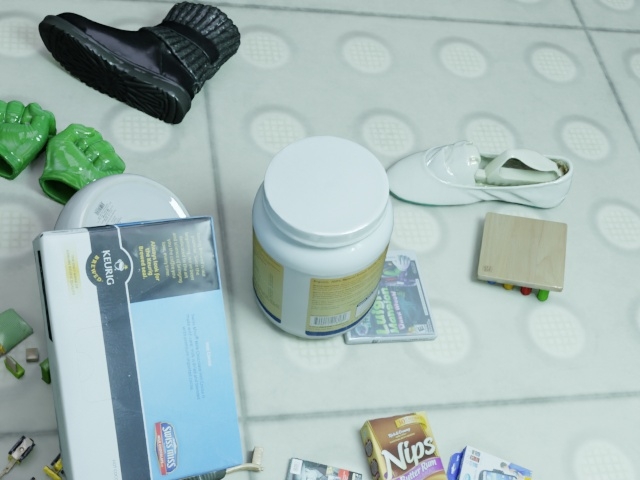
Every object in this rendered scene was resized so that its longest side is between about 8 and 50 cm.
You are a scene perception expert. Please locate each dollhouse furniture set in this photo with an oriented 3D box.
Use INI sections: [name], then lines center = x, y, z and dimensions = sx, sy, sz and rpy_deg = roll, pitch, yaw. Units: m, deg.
[dollhouse furniture set]
center = -0.476, 0.162, 1.366
dimensions = 0.151, 0.059, 0.076
rpy_deg = 39, 55, 12

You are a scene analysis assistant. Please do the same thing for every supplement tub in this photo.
[supplement tub]
center = 0.000, 0.000, 1.433
dimensions = 0.228, 0.316, 0.228
rpy_deg = 2, 56, -3

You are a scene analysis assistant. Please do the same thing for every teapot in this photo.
[teapot]
center = -0.344, 0.022, 1.430
dimensions = 0.256, 0.187, 0.253
rpy_deg = -10, 84, -42

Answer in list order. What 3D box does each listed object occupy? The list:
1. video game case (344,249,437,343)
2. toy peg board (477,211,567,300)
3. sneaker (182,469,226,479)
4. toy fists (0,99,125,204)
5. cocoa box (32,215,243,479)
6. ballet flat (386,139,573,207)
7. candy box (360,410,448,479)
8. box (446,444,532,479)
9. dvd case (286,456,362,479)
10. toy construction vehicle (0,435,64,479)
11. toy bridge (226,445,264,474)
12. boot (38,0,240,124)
[video game case]
center = 0.114, 0.101, 1.593
dimensions = 0.173, 0.022, 0.190
rpy_deg = -1, 57, -16
[toy peg board]
center = 0.394, 0.040, 1.692
dimensions = 0.160, 0.079, 0.161
rpy_deg = 9, 52, 10
[sneaker]
center = -0.245, 0.390, 1.257
dimensions = 0.234, 0.078, 0.106
rpy_deg = -14, 67, -12
[toy fists]
center = -0.495, -0.169, 1.569
dimensions = 0.279, 0.096, 0.142
rpy_deg = 23, 52, 3
[cocoa box]
center = -0.261, 0.148, 1.207
dimensions = 0.227, 0.231, 0.347
rpy_deg = -8, 92, -21
[ballet flat]
center = 0.334, -0.146, 1.759
dimensions = 0.400, 0.139, 0.139
rpy_deg = 3, 55, -13
[candy box]
center = 0.142, 0.376, 1.391
dimensions = 0.109, 0.053, 0.187
rpy_deg = -6, 56, -18
[box]
center = 0.280, 0.398, 1.429
dimensions = 0.136, 0.028, 0.081
rpy_deg = 23, 53, -1
[dvd case]
center = 0.003, 0.397, 1.362
dimensions = 0.119, 0.013, 0.087
rpy_deg = 15, 53, -6
[toy construction vehicle]
center = -0.426, 0.339, 1.277
dimensions = 0.086, 0.035, 0.098
rpy_deg = 37, 57, -2
[toy bridge]
center = -0.180, 0.338, 1.345
dimensions = 0.188, 0.026, 0.063
rpy_deg = 14, 56, -6
[boot]
center = -0.360, -0.409, 1.747
dimensions = 0.348, 0.131, 0.260
rpy_deg = 30, 60, -7
